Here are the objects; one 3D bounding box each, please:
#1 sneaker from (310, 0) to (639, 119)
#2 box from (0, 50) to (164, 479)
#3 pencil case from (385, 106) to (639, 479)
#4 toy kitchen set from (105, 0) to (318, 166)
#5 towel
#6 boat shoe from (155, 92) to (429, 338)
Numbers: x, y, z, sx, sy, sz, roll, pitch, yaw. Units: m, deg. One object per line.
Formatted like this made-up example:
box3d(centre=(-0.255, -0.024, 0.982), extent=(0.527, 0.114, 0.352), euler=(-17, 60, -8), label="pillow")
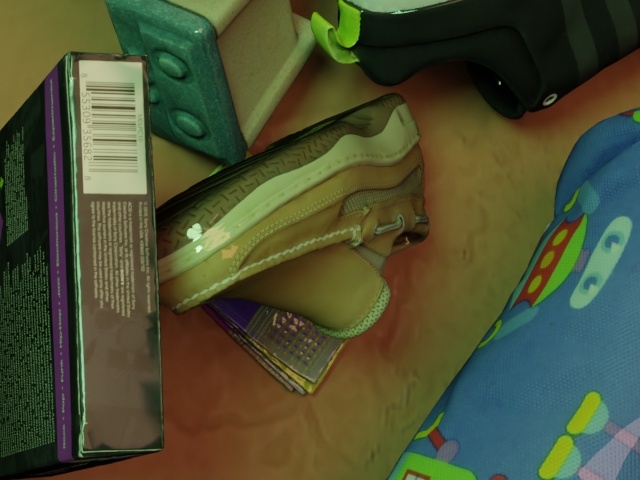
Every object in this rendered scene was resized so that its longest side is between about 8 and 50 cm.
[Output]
box3d(centre=(0.090, -0.098, 0.769), extent=(0.235, 0.084, 0.097), euler=(-1, 120, -37), label="sneaker")
box3d(centre=(-0.084, 0.015, 0.616), extent=(0.029, 0.162, 0.116), euler=(0, 81, -21), label="box")
box3d(centre=(0.082, 0.091, 0.698), extent=(0.119, 0.133, 0.306), euler=(47, 66, -34), label="pencil case")
box3d(centre=(-0.123, -0.113, 0.679), extent=(0.207, 0.166, 0.122), euler=(27, 65, 22), label="toy kitchen set")
box3d(centre=(-0.018, 0.011, 0.729), extent=(0.083, 0.009, 0.060), euler=(44, 67, -11), label="towel")
box3d(centre=(0.000, 0.000, 0.666), extent=(0.190, 0.068, 0.072), euler=(-31, 100, -61), label="boat shoe")
